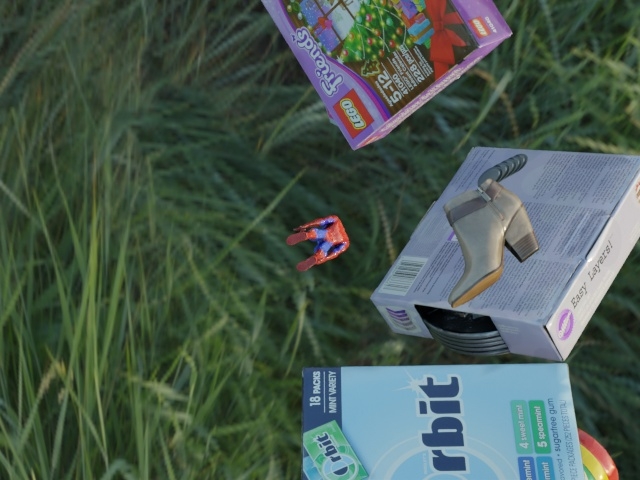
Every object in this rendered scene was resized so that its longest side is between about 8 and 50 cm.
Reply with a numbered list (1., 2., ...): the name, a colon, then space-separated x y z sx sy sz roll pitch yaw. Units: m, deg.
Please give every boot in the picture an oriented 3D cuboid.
1. boot: 0.145 -0.001 1.316 0.118 0.042 0.087 -33 75 -18

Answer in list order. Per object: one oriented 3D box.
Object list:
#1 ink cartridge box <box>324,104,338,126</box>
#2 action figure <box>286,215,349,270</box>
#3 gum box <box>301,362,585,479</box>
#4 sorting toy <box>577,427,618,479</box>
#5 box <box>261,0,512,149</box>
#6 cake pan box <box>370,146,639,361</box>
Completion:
1. ink cartridge box: 0.058 -0.319 1.836 0.186 0.065 0.311 -27 116 -15
2. action figure: 0.000 0.000 1.209 0.030 0.115 0.038 -26 90 22
3. gum box: 0.080 0.154 0.927 0.184 0.041 0.157 -1 47 0
4. sorting toy: 0.225 0.288 1.465 0.089 0.255 0.257 -39 119 -29
5. box: 0.028 -0.260 1.331 0.057 0.201 0.293 -26 82 -42
6. cake pan box: 0.215 0.009 1.554 0.267 0.246 0.070 -54 127 -28
